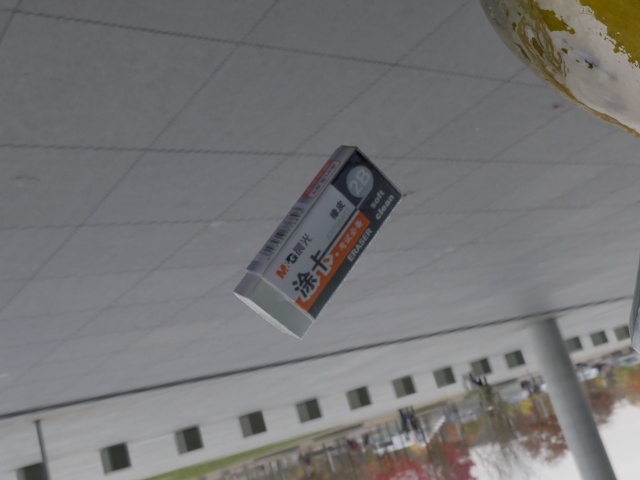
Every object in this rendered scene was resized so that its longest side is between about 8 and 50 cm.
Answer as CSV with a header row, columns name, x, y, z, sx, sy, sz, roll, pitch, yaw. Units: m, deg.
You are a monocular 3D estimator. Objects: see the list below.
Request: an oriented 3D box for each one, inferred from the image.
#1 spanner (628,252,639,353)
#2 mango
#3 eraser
name,x,y,z,sx,sy,sz,roll,pitch,yaw
spanner,0.118,-0.056,0.190,0.040,0.095,0.324,-1,130,8
mango,0.160,-0.129,0.423,0.098,0.195,0.137,-34,166,-7
eraser,0.000,0.000,0.499,0.052,0.122,0.029,42,166,-26
